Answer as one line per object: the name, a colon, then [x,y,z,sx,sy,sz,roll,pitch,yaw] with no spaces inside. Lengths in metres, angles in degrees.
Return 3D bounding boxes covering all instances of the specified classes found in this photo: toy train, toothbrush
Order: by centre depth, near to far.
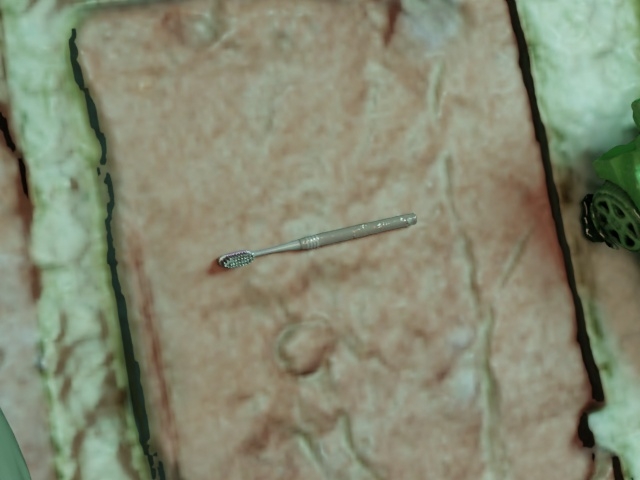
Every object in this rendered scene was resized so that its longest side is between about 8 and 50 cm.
toothbrush: [0.000,0.000,0.779,0.097,0.008,0.006,-13,107,-19]
toy train: [0.188,-0.013,0.803,0.099,0.081,0.149,-35,99,-17]

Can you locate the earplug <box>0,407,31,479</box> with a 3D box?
earplug: [-0.239,0.089,0.439,0.312,0.313,0.394,-50,142,-13]
